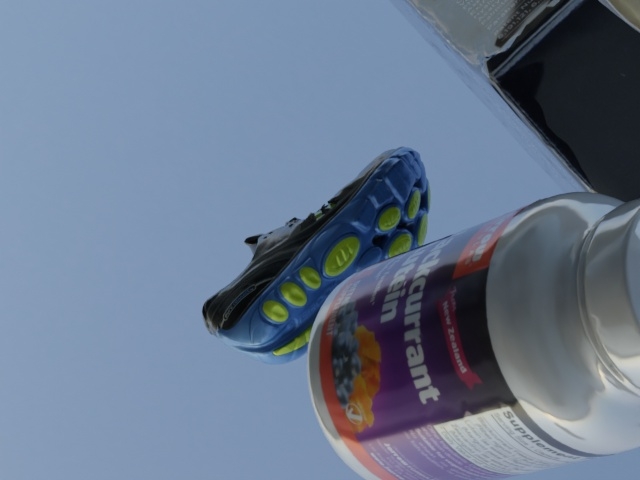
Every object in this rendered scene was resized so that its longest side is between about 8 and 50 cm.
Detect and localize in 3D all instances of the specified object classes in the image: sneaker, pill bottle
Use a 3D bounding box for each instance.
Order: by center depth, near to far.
[{"bbox_3d":[0.089,0.041,0.816,0.193,0.108,0.108,-23,-120,51],"label":"pill bottle"},{"bbox_3d":[0.000,0.000,1.154,0.078,0.067,0.188,13,-137,40],"label":"sneaker"}]

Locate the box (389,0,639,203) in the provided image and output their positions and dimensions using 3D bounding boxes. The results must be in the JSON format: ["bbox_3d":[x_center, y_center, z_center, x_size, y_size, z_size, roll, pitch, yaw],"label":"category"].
[{"bbox_3d":[0.210,-0.074,1.057,0.179,0.343,0.312,-43,-156,4],"label":"box"}]

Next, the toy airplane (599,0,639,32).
[{"bbox_3d":[-0.056,-0.251,0.295,0.272,0.384,0.386,-178,-81,-68],"label":"toy airplane"}]
